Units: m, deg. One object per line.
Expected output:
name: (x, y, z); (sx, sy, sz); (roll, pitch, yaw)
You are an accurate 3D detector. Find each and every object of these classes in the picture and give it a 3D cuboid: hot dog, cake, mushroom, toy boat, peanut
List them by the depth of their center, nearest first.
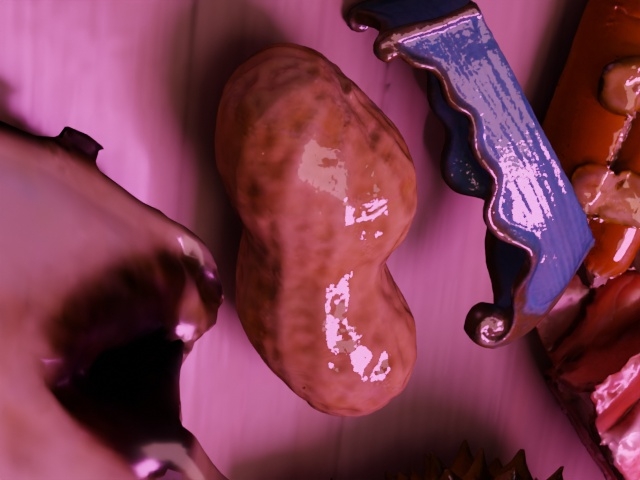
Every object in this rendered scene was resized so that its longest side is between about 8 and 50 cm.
mushroom: (-0.159, 0.076, 0.720); (0.292, 0.217, 0.212); (20, 144, -29)
peanut: (0.002, 0.000, 0.819); (0.089, 0.089, 0.193); (-26, 128, -25)
toy boat: (0.068, -0.033, 0.849); (0.077, 0.075, 0.185); (-31, 119, 1)
hot dog: (0.182, -0.101, 0.912); (0.109, 0.072, 0.269); (13, 104, -29)
cake: (0.212, 0.122, 1.035); (0.135, 0.098, 0.287); (-36, 129, -18)

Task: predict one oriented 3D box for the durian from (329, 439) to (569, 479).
durian: (0.117, 0.204, 0.933); (0.306, 0.172, 0.166); (39, 85, -10)
